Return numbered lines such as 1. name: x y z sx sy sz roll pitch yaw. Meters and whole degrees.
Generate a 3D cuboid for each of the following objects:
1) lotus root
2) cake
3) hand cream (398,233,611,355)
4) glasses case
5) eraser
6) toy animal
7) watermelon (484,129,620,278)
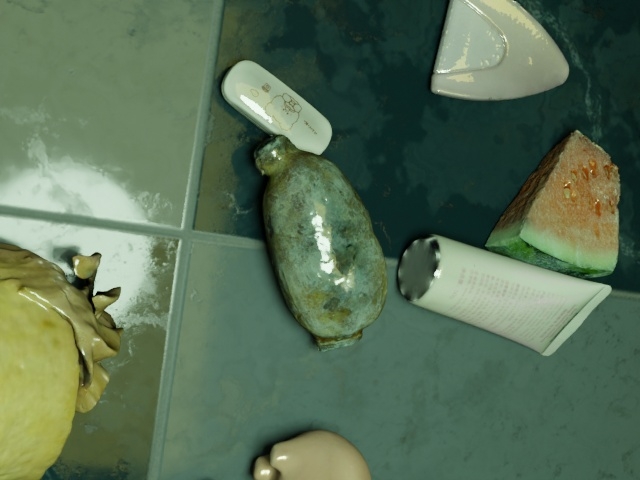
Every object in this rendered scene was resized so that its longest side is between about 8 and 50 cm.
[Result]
1. lotus root: 0.002 0.000 1.378 0.175 0.175 0.350 -23 102 -20
2. cake: -0.397 0.157 1.169 0.321 0.332 0.332 -3 94 -53
3. hand cream: 0.305 0.091 1.531 0.358 0.118 0.185 19 122 -23
4. glasses case: -0.067 -0.201 1.399 0.193 0.049 0.074 36 79 -19
5. eraser: 0.312 -0.315 1.547 0.243 0.059 0.204 15 86 -19
6. toy animal: 0.016 0.454 1.359 0.269 0.237 0.326 16 60 -17
7. watermelon: 0.429 -0.061 1.585 0.193 0.140 0.257 27 73 -17
